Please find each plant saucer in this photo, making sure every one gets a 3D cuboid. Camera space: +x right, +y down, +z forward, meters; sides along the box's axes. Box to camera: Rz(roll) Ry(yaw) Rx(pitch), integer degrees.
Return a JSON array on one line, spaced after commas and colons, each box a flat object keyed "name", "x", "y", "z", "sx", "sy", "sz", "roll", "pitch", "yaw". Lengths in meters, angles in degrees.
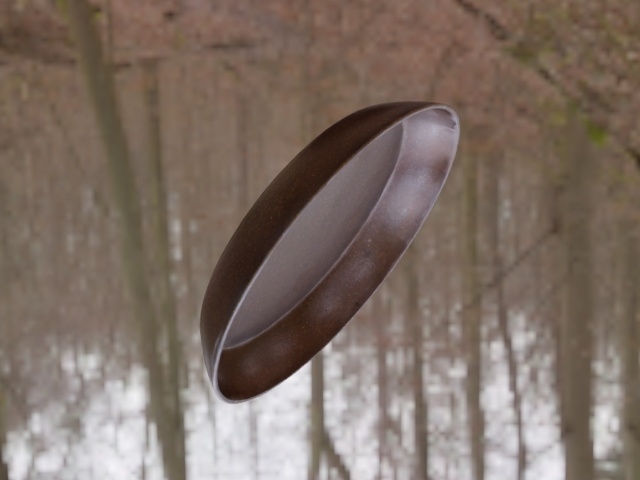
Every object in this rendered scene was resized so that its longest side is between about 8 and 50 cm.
[{"name": "plant saucer", "x": 0.000, "y": 0.000, "z": 0.806, "sx": 0.029, "sy": 0.168, "sz": 0.168, "roll": 39, "pitch": -151, "yaw": 17}]
